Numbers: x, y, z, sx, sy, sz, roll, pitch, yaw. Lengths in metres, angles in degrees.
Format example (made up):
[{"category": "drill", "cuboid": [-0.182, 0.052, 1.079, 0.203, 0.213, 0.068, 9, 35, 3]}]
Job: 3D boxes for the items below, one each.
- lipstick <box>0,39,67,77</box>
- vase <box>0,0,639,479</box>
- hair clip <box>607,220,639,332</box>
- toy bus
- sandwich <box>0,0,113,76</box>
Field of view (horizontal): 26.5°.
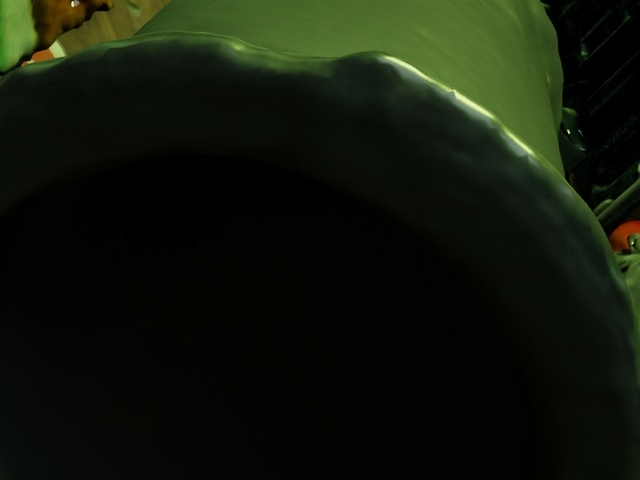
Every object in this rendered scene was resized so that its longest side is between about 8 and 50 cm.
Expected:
[{"category": "lipstick", "cuboid": [-0.140, -0.042, 0.549, 0.038, 0.038, 0.131, 34, 36, -14]}, {"category": "vase", "cuboid": [0.000, 0.000, 0.503, 0.245, 0.245, 0.291, 38, 27, -8]}, {"category": "hair clip", "cuboid": [0.241, 0.043, 0.785, 0.321, 0.138, 0.091, 5, 20, -41]}, {"category": "toy bus", "cuboid": [0.240, -0.102, 0.912, 0.167, 0.138, 0.275, 29, 35, -24]}, {"category": "sandwich", "cuboid": [-0.132, -0.177, 0.482, 0.212, 0.109, 0.292, 3, 41, -17]}]
